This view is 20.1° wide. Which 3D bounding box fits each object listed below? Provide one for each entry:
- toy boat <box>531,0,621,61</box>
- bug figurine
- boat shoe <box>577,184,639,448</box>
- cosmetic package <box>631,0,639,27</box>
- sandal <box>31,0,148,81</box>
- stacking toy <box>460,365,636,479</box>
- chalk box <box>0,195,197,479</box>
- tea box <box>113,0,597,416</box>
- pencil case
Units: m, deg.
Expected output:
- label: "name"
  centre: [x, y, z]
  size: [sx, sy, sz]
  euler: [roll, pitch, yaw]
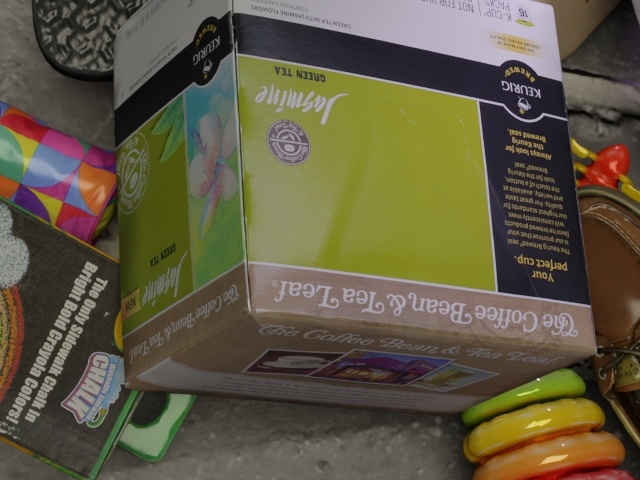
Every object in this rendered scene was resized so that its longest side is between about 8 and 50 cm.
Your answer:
- label: "toy boat"
  centre: [0.203, -0.272, 1.684]
  size: [0.151, 0.151, 0.231]
  euler: [38, 79, 30]
- label: "bug figurine"
  centre: [0.354, -0.026, 1.642]
  size: [0.279, 0.072, 0.216]
  euler: [41, 107, 8]
- label: "boat shoe"
  centre: [0.295, 0.096, 1.602]
  size: [0.307, 0.110, 0.104]
  euler: [57, 39, -12]
- label: "cosmetic package"
  centre: [0.440, -0.304, 1.615]
  size: [0.365, 0.155, 0.197]
  euler: [-24, 97, -32]
- label: "sandal"
  centre: [-0.134, -0.327, 1.670]
  size: [0.167, 0.107, 0.446]
  euler: [21, 69, -2]
- label: "stacking toy"
  centre: [0.183, 0.148, 1.625]
  size: [0.175, 0.166, 0.302]
  euler: [-15, 74, 0]
- label: "chalk box"
  centre: [-0.244, 0.088, 1.546]
  size: [0.289, 0.179, 0.180]
  euler: [31, 80, -21]
- label: "tea box"
  centre: [0.022, -0.041, 1.494]
  size: [0.329, 0.220, 0.323]
  euler: [9, 66, -30]
- label: "pencil case"
  centre: [-0.288, -0.081, 1.618]
  size: [0.236, 0.104, 0.104]
  euler: [26, 82, -2]
